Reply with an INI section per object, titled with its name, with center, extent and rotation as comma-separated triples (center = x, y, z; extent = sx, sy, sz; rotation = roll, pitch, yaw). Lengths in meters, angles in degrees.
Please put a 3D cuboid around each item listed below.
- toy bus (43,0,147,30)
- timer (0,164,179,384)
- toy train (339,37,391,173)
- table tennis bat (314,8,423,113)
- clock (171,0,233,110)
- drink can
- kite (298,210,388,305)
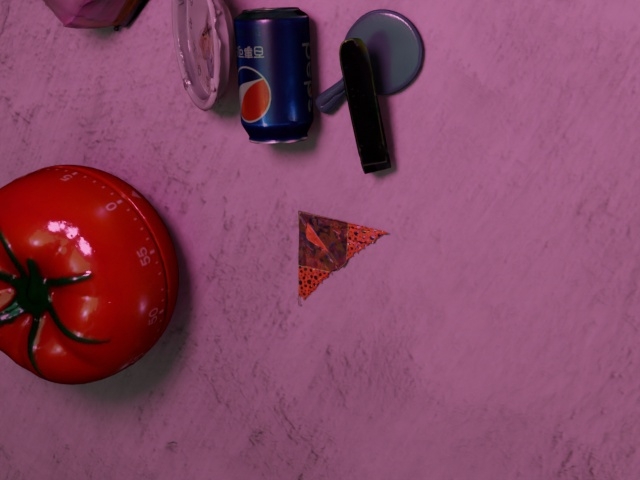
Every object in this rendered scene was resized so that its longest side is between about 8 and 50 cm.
[toy bus]
center = -0.444, -0.529, 1.553
extent = 0.386, 0.162, 0.171
rotation = 50, 121, 6
[timer]
center = -0.428, 0.057, 1.655
extent = 0.378, 0.279, 0.378
rotation = 8, 110, 23
[toy train]
center = 0.063, -0.206, 1.430
extent = 0.044, 0.042, 0.209
rotation = -14, 115, -2
[table tennis bat]
center = 0.066, -0.262, 1.446
extent = 0.201, 0.033, 0.124
rotation = -38, 89, 29
[clock]
center = -0.179, -0.323, 1.493
extent = 0.236, 0.053, 0.236
rotation = 171, 90, -67
[drink can]
center = -0.070, -0.254, 1.470
extent = 0.118, 0.118, 0.205
rotation = 4, 108, 26
[kite]
center = 0.000, 0.000, 1.572
extent = 0.222, 0.008, 0.125
rotation = -40, 85, 31
